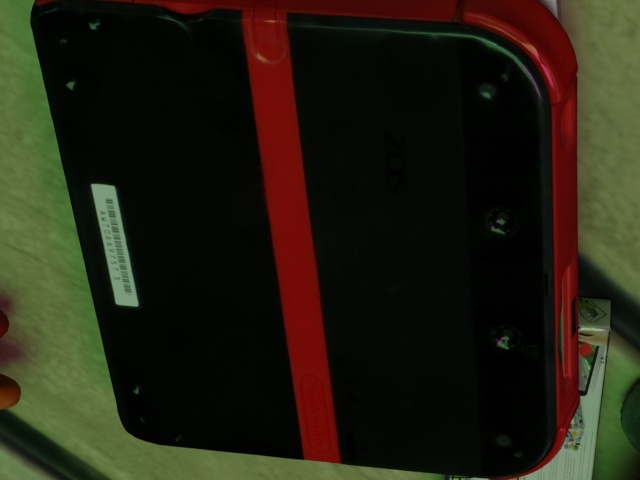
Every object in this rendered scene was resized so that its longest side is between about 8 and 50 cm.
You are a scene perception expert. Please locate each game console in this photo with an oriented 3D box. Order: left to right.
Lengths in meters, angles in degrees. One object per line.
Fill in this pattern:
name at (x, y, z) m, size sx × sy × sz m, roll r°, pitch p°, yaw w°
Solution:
game console at (0.000, 0.000, 1.102) m, size 0.342 × 0.060 × 0.386 m, roll 5°, pitch 127°, yaw 16°

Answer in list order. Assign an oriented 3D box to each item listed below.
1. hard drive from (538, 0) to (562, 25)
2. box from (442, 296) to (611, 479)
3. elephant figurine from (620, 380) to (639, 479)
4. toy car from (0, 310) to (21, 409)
hard drive at (-0.014, -0.179, 1.027) m, size 0.319 × 0.040 × 0.210 m, roll -1°, pitch 124°, yaw 13°
box at (0.149, 0.130, 1.212) m, size 0.114 × 0.036 × 0.207 m, roll 6°, pitch 125°, yaw 8°
elephant figurine at (0.284, 0.162, 1.156) m, size 0.169 × 0.186 × 0.239 m, roll 26°, pitch 127°, yaw 47°
toy car at (-0.305, 0.083, 1.223) m, size 0.182 × 0.159 × 0.136 m, roll 41°, pitch 88°, yaw -16°
